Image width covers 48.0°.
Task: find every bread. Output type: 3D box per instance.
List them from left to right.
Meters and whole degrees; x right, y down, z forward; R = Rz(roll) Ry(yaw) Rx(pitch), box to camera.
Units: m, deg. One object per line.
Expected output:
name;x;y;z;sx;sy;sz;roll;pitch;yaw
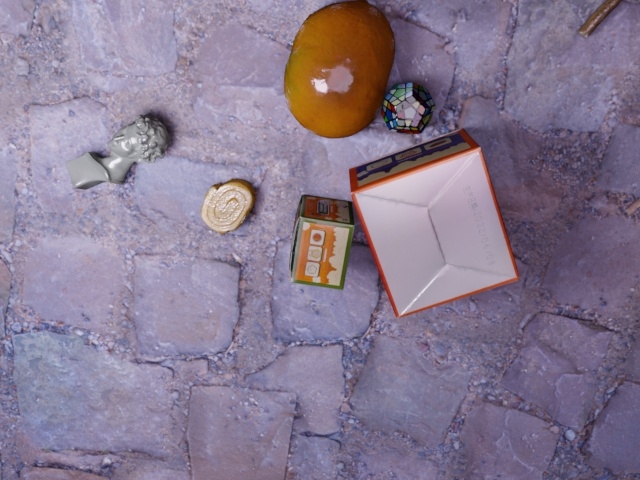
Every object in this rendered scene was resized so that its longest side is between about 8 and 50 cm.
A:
bread;-0.242;-0.092;1.861;0.122;0.073;0.149;29;108;-7

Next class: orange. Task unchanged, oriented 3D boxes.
orange;0.044;-0.398;1.737;0.274;0.274;0.310;21;140;-7

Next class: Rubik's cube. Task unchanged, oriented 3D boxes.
Rubik's cube;0.213;-0.320;1.750;0.112;0.133;0.133;-18;111;-19

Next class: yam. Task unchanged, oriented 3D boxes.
yam;0.672;-0.544;1.704;0.032;0.032;0.145;40;105;-13

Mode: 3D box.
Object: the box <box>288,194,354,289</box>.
box;0.000;0.000;1.826;0.148;0.195;0.177;8;111;-2

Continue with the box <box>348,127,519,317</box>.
box;0.270;-0.049;1.773;0.319;0.257;0.348;-20;108;7

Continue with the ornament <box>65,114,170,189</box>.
ornament;-0.500;-0.208;1.803;0.285;0.130;0.120;-31;90;20
